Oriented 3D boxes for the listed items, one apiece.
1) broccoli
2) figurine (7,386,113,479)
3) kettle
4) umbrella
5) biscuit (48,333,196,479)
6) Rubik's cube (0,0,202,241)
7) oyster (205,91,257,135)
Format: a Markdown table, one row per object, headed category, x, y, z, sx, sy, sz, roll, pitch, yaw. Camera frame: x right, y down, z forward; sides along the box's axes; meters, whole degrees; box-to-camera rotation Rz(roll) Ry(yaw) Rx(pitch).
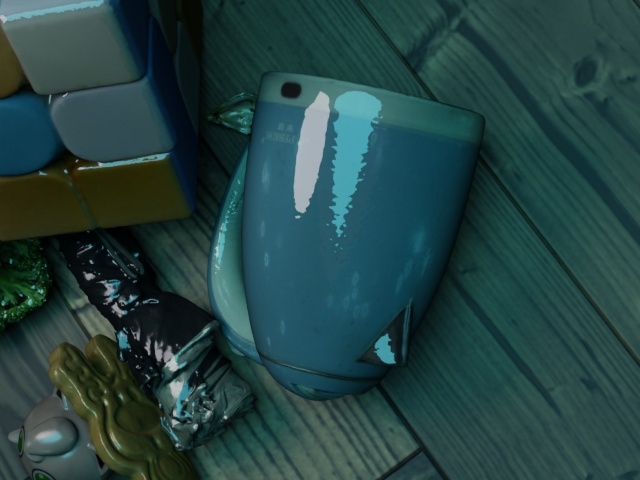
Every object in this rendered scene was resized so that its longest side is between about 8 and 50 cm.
| category | x | y | z | sx | sy | sz | roll | pitch | yaw |
| --- | --- | --- | --- | --- | --- | --- | --- | --- | --- |
| broccoli | -0.406 | 0.024 | 1.755 | 0.195 | 0.156 | 0.195 | 6 | 70 | -17 |
| figurine | -0.292 | 0.236 | 1.709 | 0.125 | 0.125 | 0.138 | 55 | 140 | 14 |
| kettle | 0.000 | 0.000 | 1.645 | 0.319 | 0.247 | 0.342 | 15 | 94 | 45 |
| umbrella | -0.211 | 0.080 | 1.719 | 0.113 | 0.106 | 0.357 | -31 | 70 | -21 |
| biscuit | -0.216 | 0.208 | 1.687 | 0.040 | 0.144 | 0.236 | -47 | 73 | 29 |
| Rubik's cube | -0.330 | -0.231 | 1.608 | 0.347 | 0.344 | 0.347 | -8 | 53 | 5 |
| oyster | -0.086 | -0.151 | 1.768 | 0.093 | 0.034 | 0.051 | 22 | 103 | 4 |
